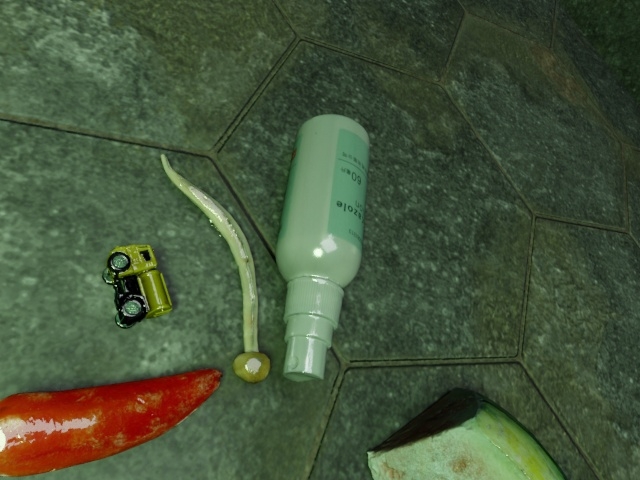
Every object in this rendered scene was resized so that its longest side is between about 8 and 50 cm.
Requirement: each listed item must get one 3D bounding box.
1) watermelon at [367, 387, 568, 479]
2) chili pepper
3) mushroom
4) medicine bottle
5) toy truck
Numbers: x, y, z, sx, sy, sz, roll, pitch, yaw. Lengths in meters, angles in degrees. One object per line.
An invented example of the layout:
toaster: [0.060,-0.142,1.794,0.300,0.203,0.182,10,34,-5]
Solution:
watermelon: [0.188,0.306,0.556,0.212,0.201,0.262,63,11,12]
chili pepper: [-0.211,0.164,0.427,0.273,0.063,0.071,-2,80,-34]
mushroom: [-0.118,0.022,0.570,0.068,0.043,0.306,4,60,-57]
medicine bottle: [0.000,0.000,0.601,0.110,0.110,0.351,20,58,-21]
toy truck: [-0.197,0.045,0.501,0.054,0.049,0.083,-13,74,-36]
